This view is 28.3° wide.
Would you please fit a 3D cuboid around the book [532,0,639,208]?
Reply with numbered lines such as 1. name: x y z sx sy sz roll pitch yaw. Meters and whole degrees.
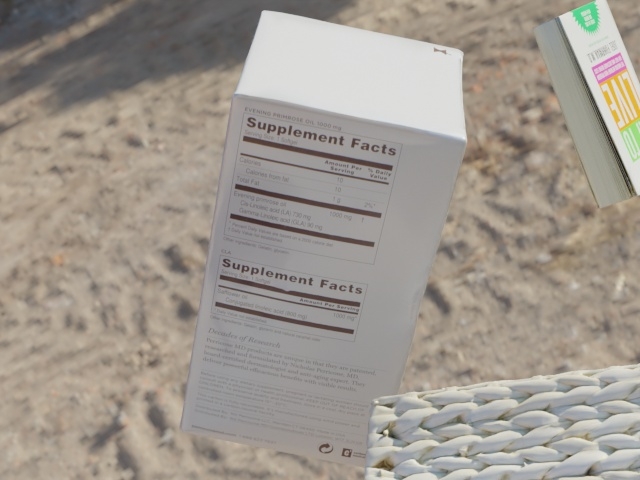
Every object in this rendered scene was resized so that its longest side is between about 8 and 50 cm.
1. book: 0.217 -0.108 0.967 0.035 0.144 0.096 -20 7 39

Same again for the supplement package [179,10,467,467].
1. supplement package: 0.000 0.000 0.804 0.134 0.244 0.139 11 30 -1

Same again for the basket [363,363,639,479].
1. basket: 0.107 0.127 0.569 0.167 0.113 0.103 -9 55 18
